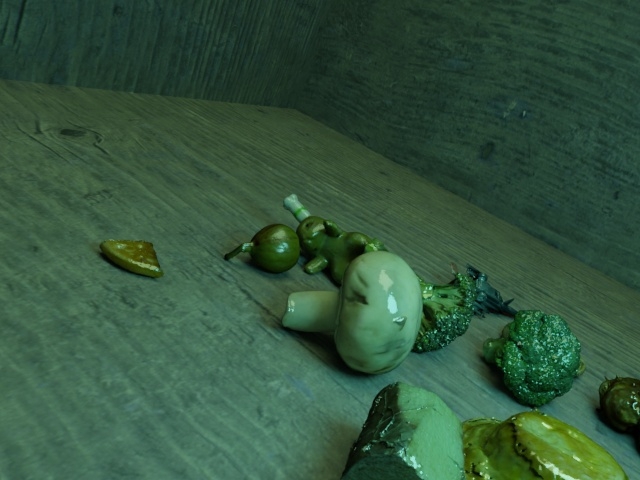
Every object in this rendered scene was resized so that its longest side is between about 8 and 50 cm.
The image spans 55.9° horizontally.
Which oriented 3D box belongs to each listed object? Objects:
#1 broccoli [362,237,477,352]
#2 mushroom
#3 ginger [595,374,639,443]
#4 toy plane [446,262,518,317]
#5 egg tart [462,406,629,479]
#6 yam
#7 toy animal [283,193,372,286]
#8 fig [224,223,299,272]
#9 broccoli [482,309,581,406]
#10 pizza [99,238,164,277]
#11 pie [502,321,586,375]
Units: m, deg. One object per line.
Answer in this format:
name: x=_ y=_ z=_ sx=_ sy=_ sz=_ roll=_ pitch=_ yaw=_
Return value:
broccoli: x=0.283 y=0.132 z=1.721 sx=0.252 sy=0.221 sz=0.361 roll=-23 pitch=65 yaw=-15
mushroom: x=0.080 y=0.167 z=1.481 sx=0.336 sy=0.314 sz=0.314 roll=3 pitch=19 yaw=10
ginger: x=0.932 y=0.454 z=1.702 sx=0.418 sy=0.176 sz=0.254 roll=-9 pitch=43 yaw=-44
toy plane: x=0.578 y=0.196 z=2.071 sx=0.326 sy=0.104 sz=0.222 roll=23 pitch=48 yaw=-7
egg tart: x=0.464 y=0.475 z=1.190 sx=0.443 sy=0.178 sz=0.443 roll=19 pitch=20 yaw=-7
yam: x=0.148 y=0.383 z=1.083 sx=0.202 sy=0.201 sz=0.271 roll=50 pitch=29 yaw=-5
toy animal: x=0.001 y=0.005 z=1.885 sx=0.363 sy=0.181 sz=0.180 roll=27 pitch=13 yaw=11
fig: x=-0.152 y=0.014 z=1.746 sx=0.186 sy=0.142 sz=0.148 roll=20 pitch=-10 yaw=-43
broccoli: x=0.566 y=0.310 z=1.645 sx=0.270 sy=0.269 sz=0.270 roll=5 pitch=-6 yaw=-37
pizza: x=-0.468 y=0.038 z=1.525 sx=0.178 sy=0.041 sz=0.131 roll=20 pitch=24 yaw=-4
pie: x=0.706 y=0.343 z=1.910 sx=0.274 sy=0.055 sz=0.274 roll=19 pitch=22 yaw=-8
